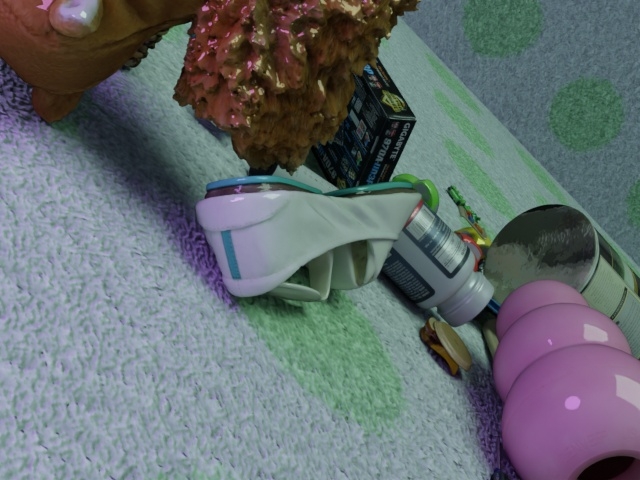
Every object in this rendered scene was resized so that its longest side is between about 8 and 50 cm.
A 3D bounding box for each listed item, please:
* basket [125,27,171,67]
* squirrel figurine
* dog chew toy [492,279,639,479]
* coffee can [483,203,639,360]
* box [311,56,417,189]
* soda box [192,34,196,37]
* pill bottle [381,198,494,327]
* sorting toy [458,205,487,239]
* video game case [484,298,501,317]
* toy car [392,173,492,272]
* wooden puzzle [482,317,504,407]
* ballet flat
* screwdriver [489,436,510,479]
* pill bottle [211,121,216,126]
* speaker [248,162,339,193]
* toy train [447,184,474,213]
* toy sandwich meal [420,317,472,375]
[{"bbox_3d":[-0.250,-0.367,1.063,0.299,0.223,0.213,37,22,-33],"label":"basket"},{"bbox_3d":[-0.109,-0.244,0.890,0.397,0.281,0.370,43,59,-10],"label":"squirrel figurine"},{"bbox_3d":[0.313,0.175,1.236,0.206,0.206,0.332,37,25,-28],"label":"dog chew toy"},{"bbox_3d":[0.428,0.092,1.640,0.275,0.201,0.201,38,21,-40],"label":"coffee can"},{"bbox_3d":[0.046,-0.172,1.400,0.051,0.175,0.220,0,43,-27],"label":"box"},{"bbox_3d":[-0.090,-0.246,1.405,0.210,0.071,0.067,50,19,6],"label":"soda box"},{"bbox_3d":[0.145,0.029,1.326,0.180,0.108,0.108,46,19,-9],"label":"pill bottle"},{"bbox_3d":[0.262,-0.037,1.678,0.062,0.012,0.083,43,17,-11],"label":"sorting toy"},{"bbox_3d":[0.235,0.078,1.509,0.166,0.015,0.119,39,1,-26],"label":"video game case"},{"bbox_3d":[0.212,-0.037,1.672,0.225,0.053,0.239,50,16,9],"label":"toy car"},{"bbox_3d":[0.334,0.235,1.433,0.221,0.044,0.239,43,20,-15],"label":"wooden puzzle"},{"bbox_3d":[0.000,0.000,1.072,0.139,0.139,0.400,53,23,15],"label":"ballet flat"},{"bbox_3d":[0.206,0.266,1.144,0.024,0.025,0.170,47,10,-2],"label":"screwdriver"},{"bbox_3d":[-0.106,-0.193,1.245,0.086,0.086,0.152,42,20,-17],"label":"pill bottle"},{"bbox_3d":[-0.025,-0.065,1.218,0.136,0.055,0.055,31,25,-40],"label":"speaker"},{"bbox_3d":[0.282,-0.079,1.980,0.023,0.017,0.083,3,47,-50],"label":"toy train"},{"bbox_3d":[0.164,0.139,1.276,0.085,0.029,0.085,46,18,-20],"label":"toy sandwich meal"}]
